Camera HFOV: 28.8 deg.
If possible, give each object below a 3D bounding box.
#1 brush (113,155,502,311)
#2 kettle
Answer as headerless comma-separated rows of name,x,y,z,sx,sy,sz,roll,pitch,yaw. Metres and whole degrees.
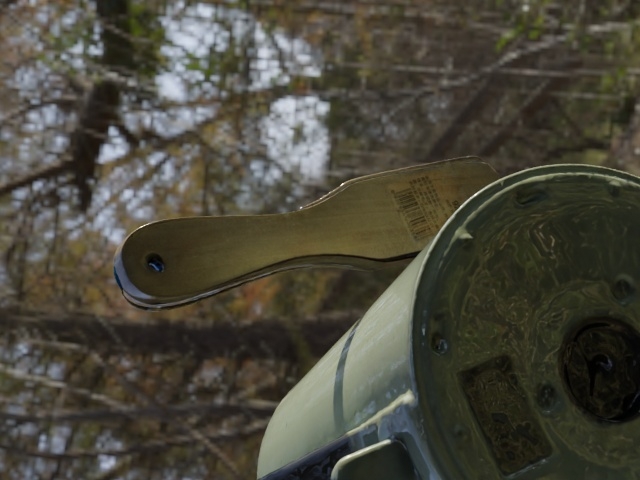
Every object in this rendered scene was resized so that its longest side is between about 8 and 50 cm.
brush,0.000,0.000,0.863,0.327,0.065,0.070,-11,-103,-37
kettle,0.064,0.154,0.833,0.250,0.361,0.377,62,153,11
